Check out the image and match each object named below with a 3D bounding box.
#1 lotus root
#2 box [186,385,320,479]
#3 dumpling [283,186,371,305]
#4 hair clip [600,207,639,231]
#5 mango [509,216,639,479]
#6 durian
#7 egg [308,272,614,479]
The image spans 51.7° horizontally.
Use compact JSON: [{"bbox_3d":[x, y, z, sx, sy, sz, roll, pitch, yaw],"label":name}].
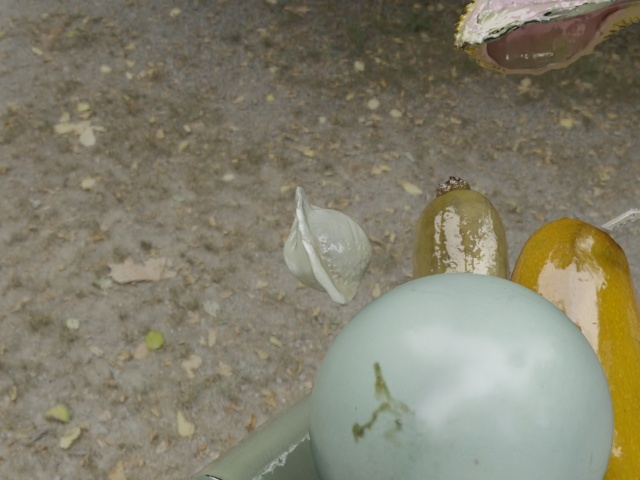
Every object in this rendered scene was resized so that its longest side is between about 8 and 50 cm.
[{"bbox_3d":[0.251,0.015,1.196,0.169,0.151,0.342,-8,59,20],"label":"lotus root"},{"bbox_3d":[0.054,0.317,0.684,0.344,0.177,0.351,-20,74,-53],"label":"box"},{"bbox_3d":[0.000,0.002,1.023,0.126,0.166,0.215,-15,37,31],"label":"dumpling"},{"bbox_3d":[0.709,-0.058,1.389,0.226,0.072,0.034,-3,13,25],"label":"hair clip"},{"bbox_3d":[0.246,0.157,0.616,0.187,0.359,0.144,-7,-5,-45],"label":"mango"},{"bbox_3d":[0.349,-0.365,0.963,0.305,0.185,0.195,-14,70,24],"label":"durian"},{"bbox_3d":[0.082,0.124,0.449,0.183,0.264,0.182,5,62,-10],"label":"egg"}]
